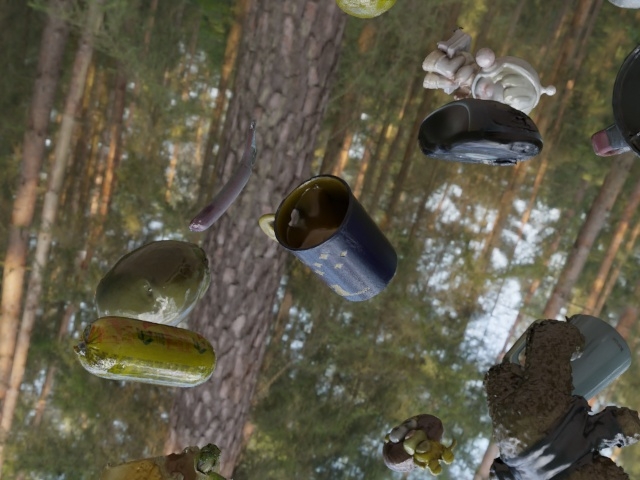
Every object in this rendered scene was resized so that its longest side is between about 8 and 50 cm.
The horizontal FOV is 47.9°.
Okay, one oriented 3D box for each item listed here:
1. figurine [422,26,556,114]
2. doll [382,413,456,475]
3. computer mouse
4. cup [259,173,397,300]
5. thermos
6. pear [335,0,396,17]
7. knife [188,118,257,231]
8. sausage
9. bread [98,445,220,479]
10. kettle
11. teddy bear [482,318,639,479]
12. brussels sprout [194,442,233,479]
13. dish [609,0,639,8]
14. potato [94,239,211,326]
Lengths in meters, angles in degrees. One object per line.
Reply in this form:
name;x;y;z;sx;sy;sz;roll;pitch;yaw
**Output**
figurine;0.352;-0.325;1.492;0.257;0.181;0.145;34;-134;27
doll;0.205;0.409;1.465;0.188;0.096;0.145;-20;-159;51
computer mouse;0.248;-0.173;1.139;0.137;0.096;0.233;12;180;-27
cup;0.018;-0.013;1.537;0.255;0.178;0.256;39;175;42
thermos;0.333;-0.105;0.662;0.109;0.136;0.330;47;-157;17
pear;0.095;-0.539;1.500;0.149;0.148;0.162;20;-150;14
knife;-0.189;-0.127;1.519;0.053;0.123;0.277;19;-121;14
sausage;-0.338;0.226;1.450;0.123;0.123;0.347;29;-175;40
bread;-0.313;0.501;1.337;0.211;0.223;0.183;-11;158;16
kettle;0.525;0.269;1.578;0.243;0.210;0.160;-33;-178;-25
teddy bear;0.253;0.217;0.812;0.129;0.182;0.251;15;-139;-38
brussels sprout;-0.179;0.378;1.187;0.051;0.046;0.083;-21;-112;-17
dish;0.505;-0.548;1.277;0.134;0.273;0.273;-1;-167;11
potato;-0.432;0.129;1.824;0.220;0.327;0.243;58;-158;-11
